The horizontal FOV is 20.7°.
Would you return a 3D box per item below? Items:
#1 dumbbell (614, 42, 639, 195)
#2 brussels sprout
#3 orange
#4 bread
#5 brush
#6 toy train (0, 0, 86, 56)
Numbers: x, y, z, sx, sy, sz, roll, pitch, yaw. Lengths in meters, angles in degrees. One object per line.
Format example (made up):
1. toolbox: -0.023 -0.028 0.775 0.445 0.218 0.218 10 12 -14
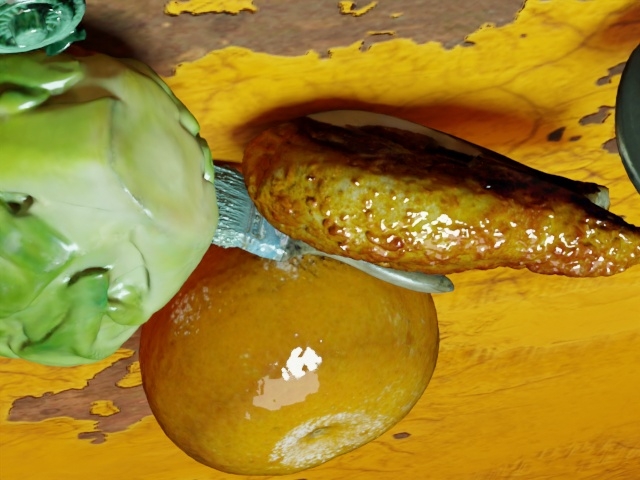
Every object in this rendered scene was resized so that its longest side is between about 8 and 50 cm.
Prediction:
1. dumbbell: 0.295 -0.057 1.105 0.192 0.192 0.290 -18 156 14
2. brussels sprout: -0.167 -0.025 1.023 0.223 0.161 0.223 1 136 1
3. orange: -0.024 0.070 1.263 0.224 0.170 0.224 -20 154 -10
4. bread: 0.081 -0.019 1.133 0.268 0.139 0.095 14 110 -12
5. brush: 0.000 0.000 1.175 0.196 0.070 0.021 21 129 -11
6. toy train: -0.220 -0.120 0.832 0.269 0.115 0.154 -21 160 22
